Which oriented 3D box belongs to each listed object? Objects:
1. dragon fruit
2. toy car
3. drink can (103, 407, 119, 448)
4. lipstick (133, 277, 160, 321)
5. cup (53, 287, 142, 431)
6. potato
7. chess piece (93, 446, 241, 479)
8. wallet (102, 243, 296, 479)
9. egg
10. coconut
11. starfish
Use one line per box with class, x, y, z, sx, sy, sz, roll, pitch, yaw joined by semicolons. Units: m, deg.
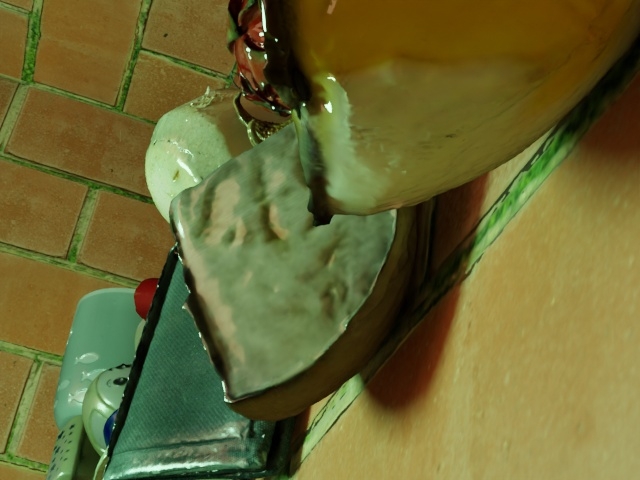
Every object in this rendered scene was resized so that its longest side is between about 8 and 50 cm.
dragon fruit;0.000;-0.209;1.068;0.274;0.192;0.193;-99;23;-61
toy car;-0.291;0.267;1.705;0.242;0.226;0.336;-96;25;-63
drink can;-0.230;0.324;1.479;0.205;0.118;0.118;61;139;42
lipstick;-0.177;0.092;1.525;0.280;0.073;0.073;0;71;52
cup;-0.354;0.263;2.091;0.357;0.259;0.274;-20;47;37
potato;0.022;0.030;0.866;0.189;0.211;0.264;64;-172;20
chess piece;-0.173;0.242;1.369;0.330;0.182;0.182;-84;14;-69
wallet;-0.107;0.111;1.175;0.237;0.075;0.342;-13;50;33
egg;0.083;-0.174;0.556;0.337;0.201;0.337;1;-90;-80
coconut;-0.112;-0.108;1.433;0.234;0.224;0.224;-39;-9;-32
starfish;-0.033;-0.161;1.305;0.190;0.146;0.074;-94;-17;-61
